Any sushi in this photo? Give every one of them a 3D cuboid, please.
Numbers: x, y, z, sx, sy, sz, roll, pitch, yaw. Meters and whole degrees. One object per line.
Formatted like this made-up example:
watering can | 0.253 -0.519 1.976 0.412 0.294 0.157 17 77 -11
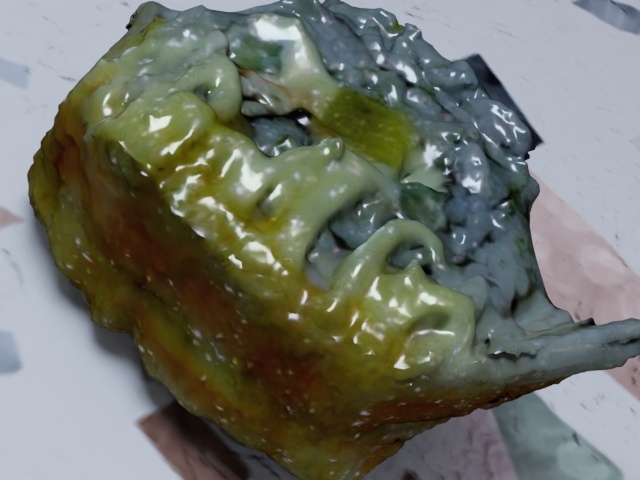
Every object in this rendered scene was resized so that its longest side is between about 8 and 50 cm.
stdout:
sushi | 0.000 0.000 0.672 0.274 0.139 0.184 46 48 14
